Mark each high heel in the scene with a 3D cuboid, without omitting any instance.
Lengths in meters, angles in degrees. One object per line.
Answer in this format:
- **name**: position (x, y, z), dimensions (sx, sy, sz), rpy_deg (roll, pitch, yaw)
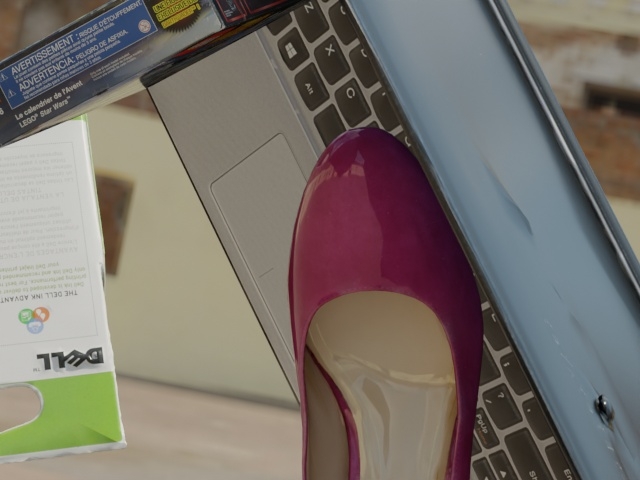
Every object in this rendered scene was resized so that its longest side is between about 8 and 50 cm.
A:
- **high heel**: position (0.021, 0.083, 0.744), dimensions (0.082, 0.244, 0.117), rpy_deg (3, 18, 5)

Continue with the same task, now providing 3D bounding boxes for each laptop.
- **laptop**: position (0.000, 0.000, 0.806), dimensions (0.236, 0.382, 0.408), rpy_deg (-21, -8, -39)

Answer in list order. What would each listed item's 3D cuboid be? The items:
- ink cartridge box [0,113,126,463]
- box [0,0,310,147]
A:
- **ink cartridge box**: position (-0.236, 0.045, 1.242), dimensions (0.189, 0.255, 0.097), rpy_deg (-6, -26, -10)
- **box**: position (-0.053, -0.075, 0.658), dimensions (0.094, 0.027, 0.137), rpy_deg (-25, 5, 21)
